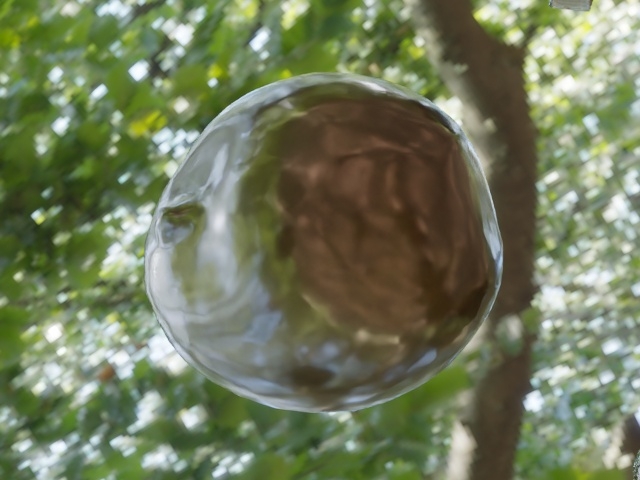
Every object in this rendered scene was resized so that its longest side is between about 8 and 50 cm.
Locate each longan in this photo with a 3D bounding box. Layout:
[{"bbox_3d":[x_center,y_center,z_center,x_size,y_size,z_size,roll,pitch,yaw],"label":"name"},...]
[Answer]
[{"bbox_3d":[0.001,0.002,1.390,0.297,0.297,0.297,21,-126,-32],"label":"longan"}]

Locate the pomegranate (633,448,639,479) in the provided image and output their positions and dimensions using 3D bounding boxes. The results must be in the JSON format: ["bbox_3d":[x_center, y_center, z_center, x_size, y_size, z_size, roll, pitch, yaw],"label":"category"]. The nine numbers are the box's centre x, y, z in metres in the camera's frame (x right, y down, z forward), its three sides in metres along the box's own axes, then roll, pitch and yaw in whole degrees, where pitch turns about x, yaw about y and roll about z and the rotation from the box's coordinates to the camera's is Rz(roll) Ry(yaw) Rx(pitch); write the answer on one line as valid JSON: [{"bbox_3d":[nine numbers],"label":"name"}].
[{"bbox_3d":[0.301,0.173,1.229,0.125,0.138,0.163,50,180,-6],"label":"pomegranate"}]

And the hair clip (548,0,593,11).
[{"bbox_3d":[0.253,-0.327,1.624,0.054,0.140,0.220,-56,-30,-45],"label":"hair clip"}]
